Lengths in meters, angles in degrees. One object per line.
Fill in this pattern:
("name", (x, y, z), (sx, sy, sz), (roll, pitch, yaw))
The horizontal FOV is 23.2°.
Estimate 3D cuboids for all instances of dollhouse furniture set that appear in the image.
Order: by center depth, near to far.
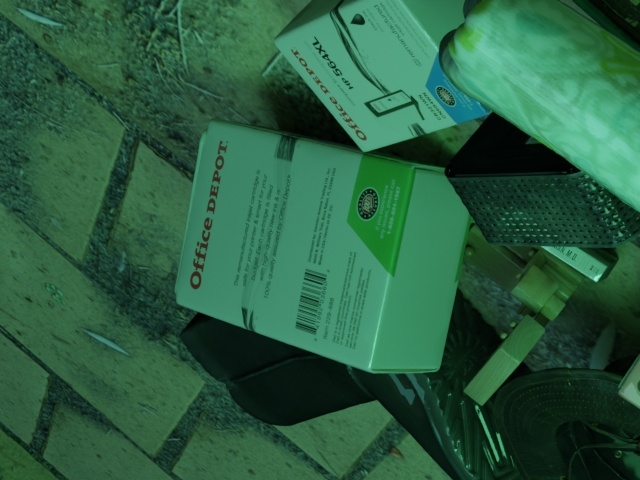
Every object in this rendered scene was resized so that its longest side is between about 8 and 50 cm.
("dollhouse furniture set", (0.169, 0.061, 1.572), (0.123, 0.151, 0.144), (39, 151, 7))

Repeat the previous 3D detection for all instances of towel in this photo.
("towel", (0.223, -0.060, 1.057), (0.320, 0.090, 0.374), (32, -172, -2))

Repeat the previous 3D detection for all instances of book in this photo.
("book", (0.212, -0.008, 1.488), (0.144, 0.035, 0.096), (34, -170, 12))

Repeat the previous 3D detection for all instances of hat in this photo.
("hat", (0.337, 0.208, 1.550), (0.331, 0.134, 0.331), (26, 145, 20))

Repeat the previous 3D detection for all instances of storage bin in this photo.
("storage bin", (0.214, -0.065, 1.362), (0.180, 0.122, 0.084), (0, 132, 52))

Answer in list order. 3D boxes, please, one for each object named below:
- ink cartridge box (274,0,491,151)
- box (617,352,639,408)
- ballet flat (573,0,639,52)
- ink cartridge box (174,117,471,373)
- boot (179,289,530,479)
("ink cartridge box", (0.073, -0.174, 1.427), (0.148, 0.086, 0.203), (50, 151, -15))
("box", (0.396, 0.131, 1.340), (0.232, 0.148, 0.127), (34, 109, 17))
("ballet flat", (0.178, -0.261, 1.096), (0.483, 0.164, 0.182), (37, 120, 22))
("ink cartridge box", (0.000, 0.000, 1.626), (0.289, 0.211, 0.121), (17, -172, 40))
("boot", (0.045, 0.188, 1.900), (0.445, 0.146, 0.367), (-23, 100, 54))
